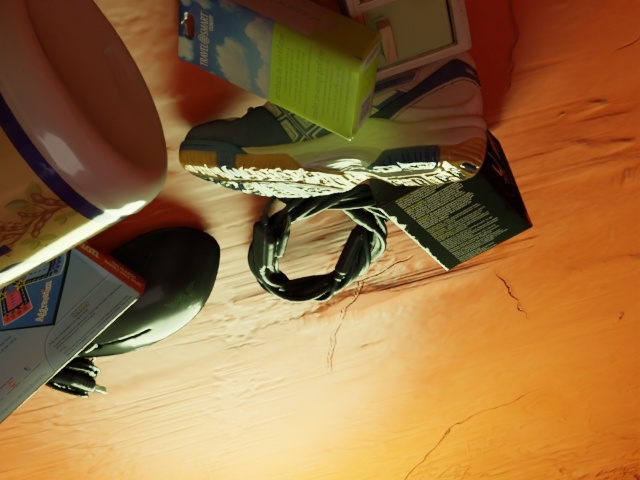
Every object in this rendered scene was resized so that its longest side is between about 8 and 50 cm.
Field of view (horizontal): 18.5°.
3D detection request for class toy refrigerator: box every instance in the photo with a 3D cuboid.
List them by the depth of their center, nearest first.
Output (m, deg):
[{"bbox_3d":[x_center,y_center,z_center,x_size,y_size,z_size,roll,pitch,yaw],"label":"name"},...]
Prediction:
[{"bbox_3d":[0.056,-0.253,1.646,0.102,0.094,0.269,-18,147,-1],"label":"toy refrigerator"}]

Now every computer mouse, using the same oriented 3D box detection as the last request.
[{"bbox_3d":[-0.210,0.084,2.023,0.272,0.072,0.188,-34,143,22],"label":"computer mouse"}]

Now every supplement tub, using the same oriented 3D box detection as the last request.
[{"bbox_3d":[-0.320,-0.064,1.604,0.331,0.241,0.241,-29,145,15],"label":"supplement tub"}]

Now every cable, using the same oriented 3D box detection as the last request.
[{"bbox_3d":[0.000,0.000,2.037,0.150,0.047,0.184,-16,144,-13],"label":"cable"}]

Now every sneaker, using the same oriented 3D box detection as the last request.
[{"bbox_3d":[0.012,-0.116,1.824,0.296,0.131,0.112,-3,167,17],"label":"sneaker"}]

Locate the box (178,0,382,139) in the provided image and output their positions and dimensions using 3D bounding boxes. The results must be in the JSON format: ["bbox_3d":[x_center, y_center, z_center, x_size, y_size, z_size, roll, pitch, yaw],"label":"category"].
[{"bbox_3d":[-0.037,-0.167,1.699,0.178,0.042,0.109,26,146,14],"label":"box"}]

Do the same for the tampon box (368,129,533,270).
[{"bbox_3d":[0.117,-0.068,1.917,0.101,0.120,0.161,-28,146,15],"label":"tampon box"}]

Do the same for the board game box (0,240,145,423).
[{"bbox_3d":[-0.317,0.085,1.961,0.145,0.027,0.281,36,123,-22],"label":"board game box"}]
